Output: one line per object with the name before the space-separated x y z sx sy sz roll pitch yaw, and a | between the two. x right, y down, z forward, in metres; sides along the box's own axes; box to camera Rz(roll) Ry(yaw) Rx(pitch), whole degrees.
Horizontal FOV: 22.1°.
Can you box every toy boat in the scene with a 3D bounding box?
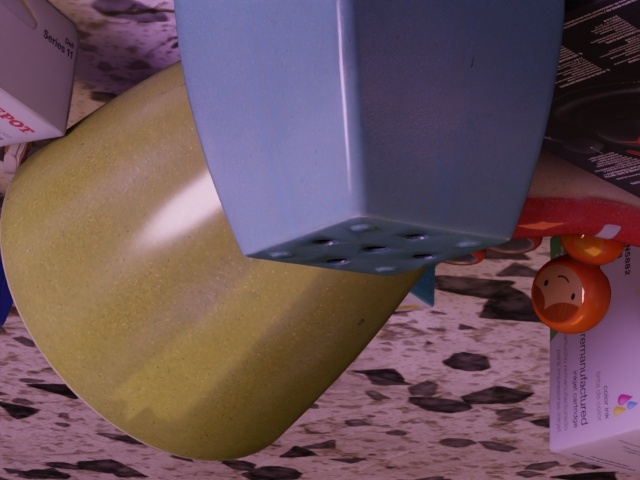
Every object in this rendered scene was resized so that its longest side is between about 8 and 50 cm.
toy boat | 0.199 -0.003 1.214 0.231 0.151 0.151 13 -168 -21

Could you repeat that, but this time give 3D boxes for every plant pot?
plant pot | -0.023 -0.036 1.113 0.274 0.275 0.293 21 135 -36
plant pot | 0.024 -0.107 0.874 0.165 0.234 0.165 9 164 -36

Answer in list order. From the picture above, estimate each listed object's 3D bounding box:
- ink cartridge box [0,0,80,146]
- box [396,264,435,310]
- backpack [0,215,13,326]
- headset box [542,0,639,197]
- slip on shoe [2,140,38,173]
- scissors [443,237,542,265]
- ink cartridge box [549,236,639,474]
ink cartridge box | -0.293 -0.123 1.125 0.208 0.087 0.153 -8 156 25
box | 0.000 0.000 1.419 0.100 0.060 0.244 -10 154 30
backpack | -0.333 0.010 1.460 0.120 0.098 0.101 12 151 13
headset box | 0.231 -0.124 1.005 0.293 0.110 0.218 22 152 -38
slip on shoe | -0.223 -0.091 1.253 0.041 0.051 0.135 -3 154 -15
scissors | 0.098 -0.037 1.363 0.109 0.021 0.297 -5 158 25
ink cartridge box | 0.320 0.063 1.333 0.117 0.201 0.278 17 154 -31
